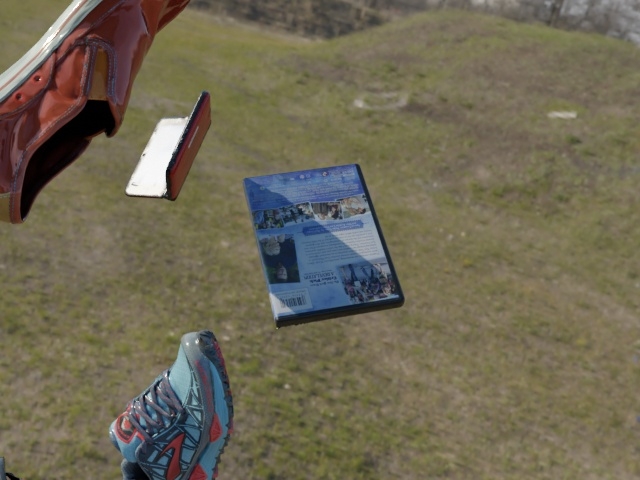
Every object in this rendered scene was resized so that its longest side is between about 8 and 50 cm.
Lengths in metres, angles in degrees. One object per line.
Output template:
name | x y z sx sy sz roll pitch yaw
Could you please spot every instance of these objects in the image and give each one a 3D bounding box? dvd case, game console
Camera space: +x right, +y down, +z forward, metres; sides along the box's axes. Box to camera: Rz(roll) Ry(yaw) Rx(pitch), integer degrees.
dvd case | 0.000 0.000 1.272 0.181 0.022 0.253 -8 55 -11
game console | -0.217 -0.135 1.256 0.085 0.144 0.124 19 -25 2

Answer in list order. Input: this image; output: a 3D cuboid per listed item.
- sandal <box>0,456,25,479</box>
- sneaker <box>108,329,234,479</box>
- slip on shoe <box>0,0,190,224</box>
sandal | -0.432 0.377 1.286 0.040 0.067 0.179 -15 33 -26
sneaker | -0.171 0.210 1.002 0.125 0.261 0.104 -1 38 -21
slip on shoe | -0.216 -0.144 0.831 0.101 0.331 0.123 35 -25 3
